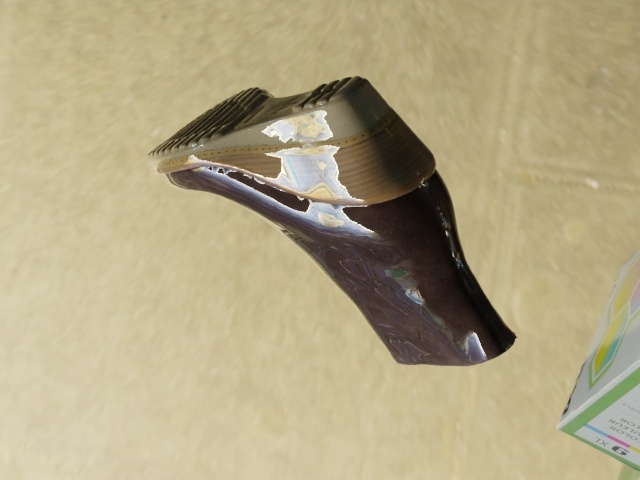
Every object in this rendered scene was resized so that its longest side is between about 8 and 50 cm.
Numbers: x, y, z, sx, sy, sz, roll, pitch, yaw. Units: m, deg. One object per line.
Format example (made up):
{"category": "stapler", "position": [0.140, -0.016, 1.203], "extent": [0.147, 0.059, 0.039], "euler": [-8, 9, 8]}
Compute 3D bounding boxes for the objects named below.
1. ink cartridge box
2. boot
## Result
{"category": "ink cartridge box", "position": [0.183, 0.053, 0.972], "extent": [0.062, 0.209, 0.109], "euler": [27, 65, -2]}
{"category": "boot", "position": [0.000, 0.000, 1.237], "extent": [0.090, 0.248, 0.207], "euler": [-41, 111, -32]}
